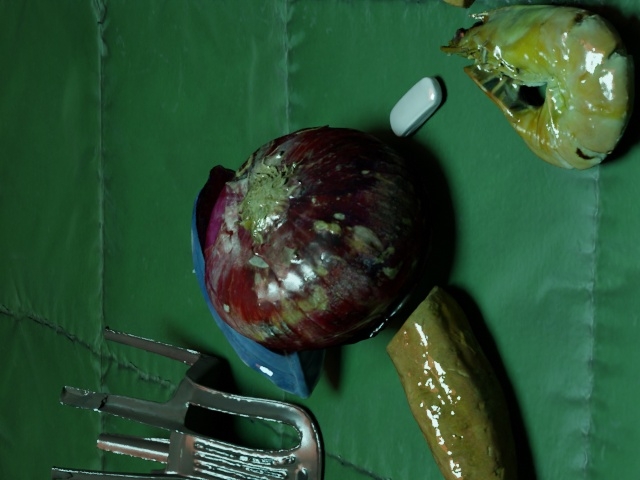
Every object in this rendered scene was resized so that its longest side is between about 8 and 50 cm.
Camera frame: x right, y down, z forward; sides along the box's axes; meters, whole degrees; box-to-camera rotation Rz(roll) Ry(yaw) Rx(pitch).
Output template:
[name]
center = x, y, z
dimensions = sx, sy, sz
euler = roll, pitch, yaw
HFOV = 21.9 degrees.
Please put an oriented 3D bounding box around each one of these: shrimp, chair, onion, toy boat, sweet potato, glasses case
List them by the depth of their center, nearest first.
[shrimp]
center = 0.190, -0.146, 1.482
dimensions = 0.267, 0.061, 0.145
euler = 26, 125, 51
[sweet potato]
center = 0.128, 0.161, 1.582
dimensions = 0.097, 0.097, 0.252
euler = -47, 54, 49
[glasses case]
center = 0.095, -0.134, 1.659
dimensions = 0.083, 0.021, 0.032
euler = -46, 59, 50
[onion]
center = 0.000, 0.000, 1.670
dimensions = 0.246, 0.190, 0.246
euler = -19, 58, 33
[toy boat]
center = -0.071, 0.043, 1.861
dimensions = 0.142, 0.129, 0.309
euler = 84, 164, -60
[chair]
center = -0.138, 0.233, 1.988
dimensions = 0.326, 0.183, 0.176
euler = 11, 108, 10

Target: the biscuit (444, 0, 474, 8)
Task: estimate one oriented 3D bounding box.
[biscuit]
center = 0.166, -0.352, 1.392
dimensions = 0.049, 0.205, 0.324
euler = 16, 120, 11
